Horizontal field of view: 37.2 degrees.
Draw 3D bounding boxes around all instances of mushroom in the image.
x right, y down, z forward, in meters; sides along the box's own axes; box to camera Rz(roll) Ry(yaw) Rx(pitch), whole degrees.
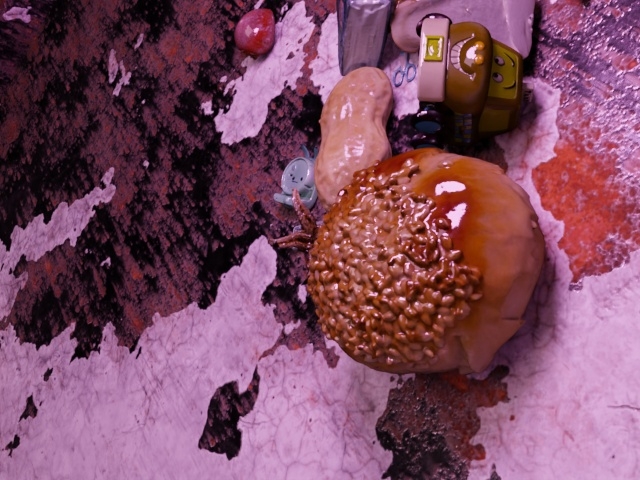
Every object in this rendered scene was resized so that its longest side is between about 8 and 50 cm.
[{"bbox_3d":[0.245,-0.391,1.709,0.329,0.122,0.159,7,67,50],"label":"mushroom"}]

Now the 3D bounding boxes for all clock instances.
[{"bbox_3d":[-0.039,-0.131,1.962,0.101,0.041,0.135,14,83,50],"label":"clock"}]

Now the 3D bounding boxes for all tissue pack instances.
[{"bbox_3d":[0.082,-0.516,1.897,0.228,0.103,0.315,100,170,-62],"label":"tissue pack"}]

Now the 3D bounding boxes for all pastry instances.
[{"bbox_3d":[0.151,0.033,1.507,0.410,0.245,0.409,-21,59,40],"label":"pastry"}]

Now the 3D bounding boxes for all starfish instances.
[{"bbox_3d":[-0.007,0.002,1.788,0.057,0.213,0.238,-18,23,34],"label":"starfish"}]

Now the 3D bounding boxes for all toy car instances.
[{"bbox_3d":[0.252,-0.255,1.574,0.198,0.248,0.204,4,71,9],"label":"toy car"}]

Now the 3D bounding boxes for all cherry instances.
[{"bbox_3d":[-0.171,-0.442,2.226,0.107,0.090,0.225,27,93,49],"label":"cherry"}]

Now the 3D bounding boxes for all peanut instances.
[{"bbox_3d":[0.067,-0.193,1.805,0.149,0.149,0.313,-20,53,42],"label":"peanut"}]

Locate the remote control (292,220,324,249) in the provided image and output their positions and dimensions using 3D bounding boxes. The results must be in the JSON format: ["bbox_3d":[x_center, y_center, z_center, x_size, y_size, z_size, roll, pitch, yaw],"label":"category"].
[{"bbox_3d":[-0.011,-0.012,1.891,0.124,0.018,0.053,-9,66,45],"label":"remote control"}]

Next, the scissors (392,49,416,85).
[{"bbox_3d":[0.164,-0.361,1.868,0.058,0.014,0.119,-16,64,43],"label":"scissors"}]
